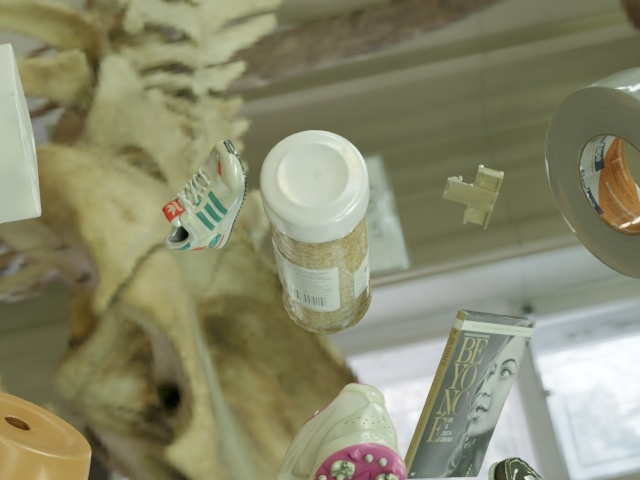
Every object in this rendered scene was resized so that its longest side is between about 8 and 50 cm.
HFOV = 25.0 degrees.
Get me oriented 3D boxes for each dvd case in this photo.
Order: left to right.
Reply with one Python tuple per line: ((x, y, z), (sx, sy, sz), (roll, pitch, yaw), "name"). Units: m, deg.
((0.187, 0.196, 1.814), (0.164, 0.018, 0.221), (10, 102, -50), "dvd case")

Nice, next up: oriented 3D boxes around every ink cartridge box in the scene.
((-0.470, -0.119, 1.760), (0.171, 0.233, 0.168), (-114, -164, -57), "ink cartridge box")

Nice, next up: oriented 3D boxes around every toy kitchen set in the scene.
((0.200, -0.075, 1.905), (0.075, 0.068, 0.083), (-72, 177, -54), "toy kitchen set")

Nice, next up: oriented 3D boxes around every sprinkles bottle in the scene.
((0.000, 0.000, 1.733), (0.355, 0.121, 0.121), (84, -6, -66), "sprinkles bottle")

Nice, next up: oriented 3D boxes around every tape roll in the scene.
((0.340, -0.071, 1.529), (0.219, 0.072, 0.219), (40, -38, 39), "tape roll")

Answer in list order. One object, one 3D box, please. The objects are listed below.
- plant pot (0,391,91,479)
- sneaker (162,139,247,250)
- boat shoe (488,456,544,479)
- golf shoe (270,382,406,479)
((-0.418, 0.316, 1.813), (0.203, 0.291, 0.291), (-64, -174, 6), "plant pot")
((-0.134, -0.044, 1.613), (0.057, 0.075, 0.161), (61, -32, 32), "sneaker")
((0.279, 0.343, 1.675), (0.227, 0.081, 0.068), (58, -43, 18), "boat shoe")
((-0.006, 0.280, 1.621), (0.306, 0.115, 0.140), (-48, -152, 35), "golf shoe")
